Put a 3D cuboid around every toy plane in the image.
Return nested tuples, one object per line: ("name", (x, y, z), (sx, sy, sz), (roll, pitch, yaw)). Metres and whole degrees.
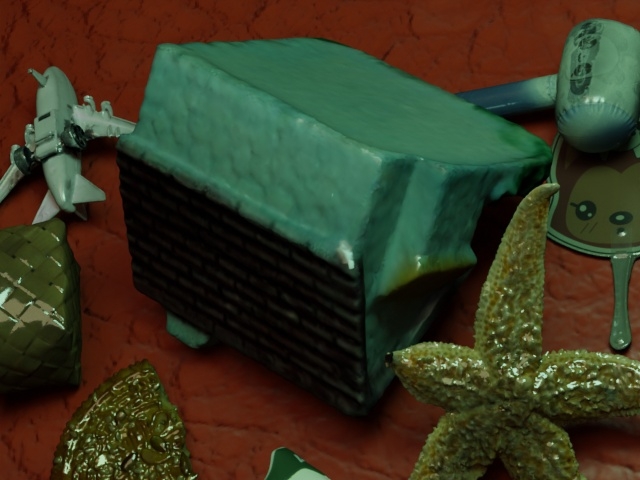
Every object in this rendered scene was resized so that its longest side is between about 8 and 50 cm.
("toy plane", (-0.232, -0.089, 1.648), (0.162, 0.065, 0.171), (-24, 60, 17))

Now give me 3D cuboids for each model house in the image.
("model house", (0.000, 0.000, 1.460), (0.280, 0.230, 0.249), (30, 115, 33))

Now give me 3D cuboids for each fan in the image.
("fan", (0.239, -0.010, 1.473), (0.132, 0.009, 0.220), (-6, 58, 18))

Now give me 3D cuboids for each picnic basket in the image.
("picnic basket", (-0.288, 0.062, 1.536), (0.178, 0.128, 0.138), (-4, 56, -4))

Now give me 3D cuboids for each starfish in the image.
("starfish", (0.162, 0.110, 1.353), (0.231, 0.048, 0.295), (21, 101, 9))

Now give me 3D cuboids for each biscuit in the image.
("biscuit", (-0.157, 0.197, 1.476), (0.126, 0.025, 0.206), (-25, 56, 4))

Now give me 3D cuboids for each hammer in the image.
("hammer", (0.171, -0.117, 1.528), (0.193, 0.069, 0.116), (-9, 48, 25))

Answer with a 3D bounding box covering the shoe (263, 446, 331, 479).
("shoe", (-0.088, 0.259, 1.375), (0.265, 0.095, 0.110), (-33, 63, -13))
